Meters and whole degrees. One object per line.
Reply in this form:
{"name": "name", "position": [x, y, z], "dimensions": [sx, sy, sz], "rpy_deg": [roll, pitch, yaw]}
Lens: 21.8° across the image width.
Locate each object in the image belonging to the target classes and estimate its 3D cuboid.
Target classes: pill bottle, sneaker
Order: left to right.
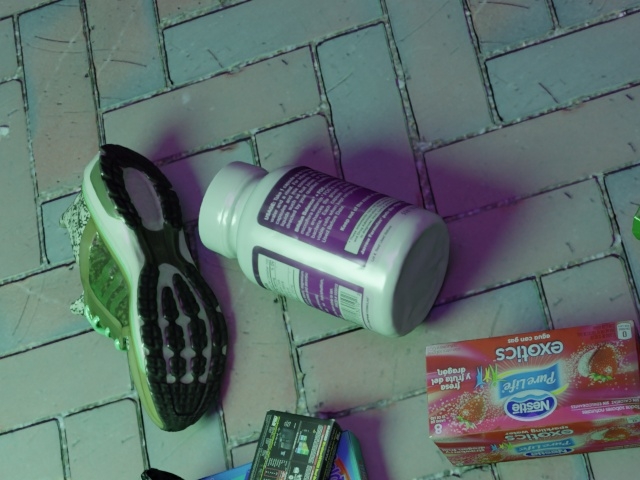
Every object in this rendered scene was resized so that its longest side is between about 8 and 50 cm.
{"name": "sneaker", "position": [-0.253, 0.083, 2.233], "dimensions": [0.182, 0.158, 0.410], "rpy_deg": [-38, 57, 36]}
{"name": "pill bottle", "position": [0.000, 0.000, 2.135], "dimensions": [0.301, 0.169, 0.169], "rpy_deg": [21, 75, 25]}

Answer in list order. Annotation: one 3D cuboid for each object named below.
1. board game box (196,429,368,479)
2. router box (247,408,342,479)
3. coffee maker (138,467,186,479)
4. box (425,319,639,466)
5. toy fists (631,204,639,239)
{"name": "board game box", "position": [-0.038, 0.343, 2.062], "dimensions": [0.210, 0.047, 0.160], "rpy_deg": [-19, 61, 10]}
{"name": "router box", "position": [-0.034, 0.274, 2.043], "dimensions": [0.092, 0.038, 0.122], "rpy_deg": [8, 69, 23]}
{"name": "coffee maker", "position": [-0.192, 0.396, 2.035], "dimensions": [0.171, 0.120, 0.178], "rpy_deg": [36, 103, 13]}
{"name": "box", "position": [0.263, 0.185, 1.985], "dimensions": [0.256, 0.128, 0.123], "rpy_deg": [-8, 65, 15]}
{"name": "toy fists", "position": [0.510, -0.079, 2.042], "dimensions": [0.142, 0.096, 0.279], "rpy_deg": [27, 79, 37]}
